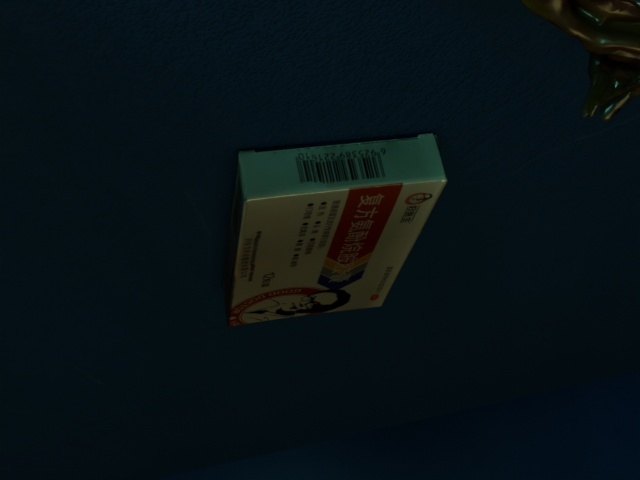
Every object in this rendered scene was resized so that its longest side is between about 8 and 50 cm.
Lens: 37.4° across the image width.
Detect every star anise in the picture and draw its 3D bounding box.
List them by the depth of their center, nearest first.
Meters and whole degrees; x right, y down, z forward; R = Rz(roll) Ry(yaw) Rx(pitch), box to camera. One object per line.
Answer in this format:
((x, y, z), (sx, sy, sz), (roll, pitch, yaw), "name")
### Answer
((0.240, -0.168, 0.687), (0.238, 0.148, 0.346), (5, 165, 13), "star anise")

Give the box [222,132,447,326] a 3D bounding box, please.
((0.000, 0.000, 1.108), (0.214, 0.069, 0.353), (-6, 157, -12), "box")
